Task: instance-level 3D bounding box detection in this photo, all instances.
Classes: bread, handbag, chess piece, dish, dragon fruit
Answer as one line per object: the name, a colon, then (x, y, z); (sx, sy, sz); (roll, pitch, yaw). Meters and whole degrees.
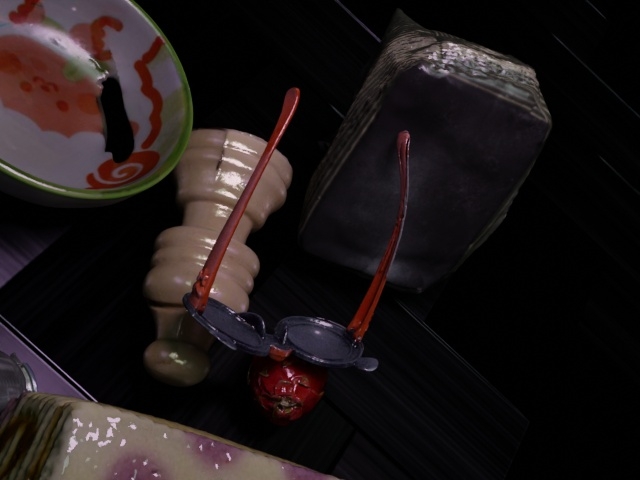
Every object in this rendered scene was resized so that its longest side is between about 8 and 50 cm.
bread: (-0.123, 0.244, 0.808); (0.338, 0.187, 0.155); (27, 71, -33)
handbag: (0.123, -0.121, 1.174); (0.247, 0.340, 0.240); (20, 33, -16)
chess piece: (-0.126, 0.025, 1.050); (0.139, 0.124, 0.307); (45, 43, -42)
dish: (-0.314, -0.163, 1.035); (0.324, 0.124, 0.324); (22, 52, -30)
dragon fruit: (-0.027, 0.146, 1.060); (0.094, 0.094, 0.190); (49, 25, 3)

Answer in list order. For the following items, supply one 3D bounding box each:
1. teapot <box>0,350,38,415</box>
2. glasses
teapot: (-0.308, 0.159, 0.836); (0.108, 0.111, 0.149); (3, 53, -48)
glasses: (0.000, 0.000, 0.949); (0.234, 0.268, 0.118); (15, 14, -39)
